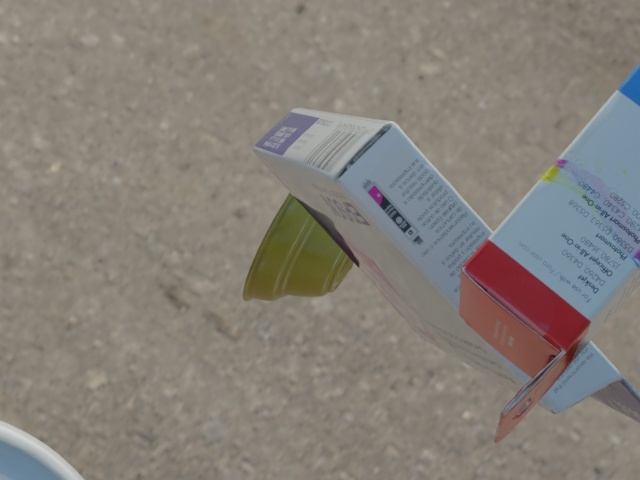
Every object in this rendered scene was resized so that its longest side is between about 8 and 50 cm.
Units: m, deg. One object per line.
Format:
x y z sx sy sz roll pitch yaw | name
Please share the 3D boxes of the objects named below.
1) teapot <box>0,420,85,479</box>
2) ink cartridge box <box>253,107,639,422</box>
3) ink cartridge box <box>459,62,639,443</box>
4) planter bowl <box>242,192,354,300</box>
-0.230 0.227 0.881 0.252 0.187 0.256 30 55 -11 | teapot
0.100 0.036 1.275 0.071 0.324 0.330 -43 103 -5 | ink cartridge box
0.154 0.004 0.949 0.078 0.134 0.231 40 82 13 | ink cartridge box
0.000 0.000 1.930 0.090 0.217 0.217 30 41 8 | planter bowl
